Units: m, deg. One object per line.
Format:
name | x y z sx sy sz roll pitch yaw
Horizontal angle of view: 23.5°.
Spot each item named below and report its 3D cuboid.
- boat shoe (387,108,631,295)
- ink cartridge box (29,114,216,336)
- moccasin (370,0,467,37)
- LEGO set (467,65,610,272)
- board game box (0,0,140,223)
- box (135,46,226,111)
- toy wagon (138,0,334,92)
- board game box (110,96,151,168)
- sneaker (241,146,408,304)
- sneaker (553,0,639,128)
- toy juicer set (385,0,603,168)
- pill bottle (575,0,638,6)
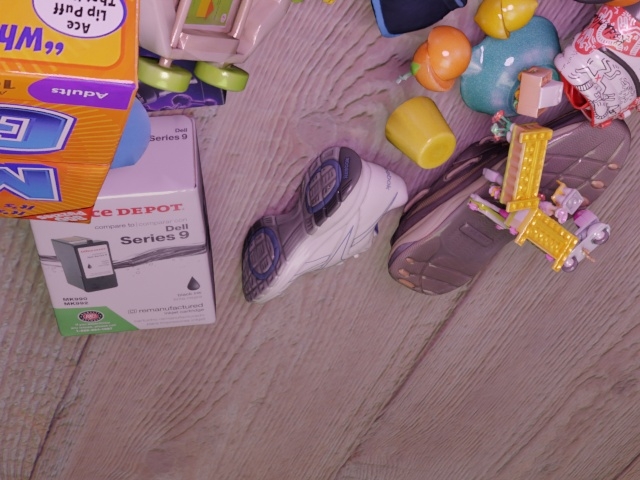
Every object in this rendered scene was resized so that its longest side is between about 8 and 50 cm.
boat shoe | 0.217 -0.073 1.904 0.355 0.130 0.132 -33 131 26
ink cartridge box | -0.246 -0.014 1.924 0.211 0.122 0.289 -5 143 -2
moccasin | 0.086 -0.337 1.548 0.116 0.138 0.342 -14 157 4
LEGO set | 0.228 -0.074 1.763 0.132 0.107 0.287 -41 131 -15
board game box | -0.348 -0.244 1.320 0.356 0.356 0.356 4 162 -13
box | -0.210 -0.223 1.655 0.207 0.108 0.153 -6 144 2
toy wagon | -0.072 -0.279 1.515 0.344 0.068 0.267 -12 125 -65
board game box | -0.269 -0.128 1.661 0.168 0.033 0.133 -11 139 -1
sneaker | 0.000 0.000 1.996 0.129 0.111 0.297 14 141 -34
sneaker | 0.364 -0.182 1.757 0.145 0.090 0.270 -44 142 13
toy juicer set | 0.223 -0.222 1.741 0.329 0.089 0.209 -23 141 -19
pill bottle | 0.261 -0.319 1.552 0.130 0.130 0.245 -26 152 25
